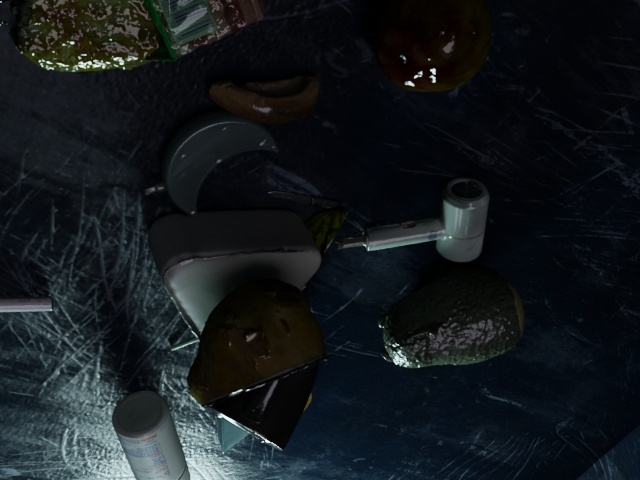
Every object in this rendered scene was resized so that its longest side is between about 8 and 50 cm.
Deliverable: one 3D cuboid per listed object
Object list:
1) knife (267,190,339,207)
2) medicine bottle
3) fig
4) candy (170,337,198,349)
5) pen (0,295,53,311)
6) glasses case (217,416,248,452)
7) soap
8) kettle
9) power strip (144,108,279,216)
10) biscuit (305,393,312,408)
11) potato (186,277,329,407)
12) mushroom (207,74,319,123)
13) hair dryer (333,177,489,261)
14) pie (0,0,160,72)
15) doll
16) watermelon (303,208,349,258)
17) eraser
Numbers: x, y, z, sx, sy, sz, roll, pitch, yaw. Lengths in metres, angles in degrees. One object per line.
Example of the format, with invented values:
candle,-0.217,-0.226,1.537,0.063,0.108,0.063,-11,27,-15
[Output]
knife,-0.035,-0.086,1.680,0.170,0.010,0.023,9,117,-30
medicine bottle,-0.393,0.510,1.928,0.130,0.130,0.341,-18,133,-13
fig,0.248,-0.403,1.451,0.321,0.217,0.217,-39,140,-25
candy,-0.244,0.210,1.809,0.193,0.058,0.062,-19,107,0
pen,-0.645,0.121,1.533,0.269,0.033,0.033,1,127,-28
glasses case,-0.216,0.398,1.987,0.105,0.056,0.266,-30,141,-36
soap,-0.197,-0.402,1.157,0.217,0.098,0.273,-28,137,-8
kettle,-0.097,0.291,1.795,0.290,0.207,0.268,-58,-179,-16
power strip,-0.212,-0.148,1.505,0.253,0.054,0.167,-36,132,5
biscuit,-0.089,0.390,2.050,0.141,0.029,0.221,-19,135,-13
potato,-0.134,0.188,1.553,0.246,0.196,0.299,-10,164,-48
mushroom,-0.092,-0.251,1.455,0.209,0.094,0.072,-11,129,-24
hair dryer,0.199,-0.025,1.802,0.357,0.108,0.173,-11,130,-11
pie,-0.310,-0.405,1.218,0.296,0.078,0.371,13,122,-34
doll,0.311,0.196,1.956,0.349,0.247,0.247,-19,134,-16
watermelon,-0.001,0.008,1.736,0.087,0.069,0.163,8,126,-31
eraser,-0.203,0.058,1.624,0.331,0.150,0.331,-16,136,-16
